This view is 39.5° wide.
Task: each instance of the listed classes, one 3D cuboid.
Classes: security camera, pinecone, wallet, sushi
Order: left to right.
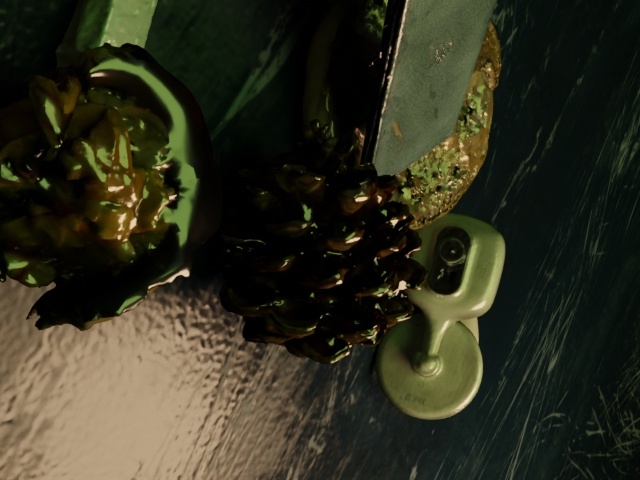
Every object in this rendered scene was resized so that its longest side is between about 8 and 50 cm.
[{"bbox_3d":[-0.197,-0.047,0.763,0.204,0.213,0.200,62,31,-18],"label":"sushi"},{"bbox_3d":[-0.011,0.007,0.998,0.243,0.243,0.257,-46,118,-32],"label":"pinecone"},{"bbox_3d":[0.128,-0.221,0.988,0.191,0.046,0.379,-36,155,-30],"label":"wallet"},{"bbox_3d":[0.172,0.109,1.290,0.080,0.157,0.301,37,67,-73],"label":"security camera"}]

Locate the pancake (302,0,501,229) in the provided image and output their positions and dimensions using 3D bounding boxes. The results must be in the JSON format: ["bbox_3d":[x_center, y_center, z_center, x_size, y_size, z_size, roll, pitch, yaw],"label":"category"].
[{"bbox_3d":[0.115,-0.191,1.197,0.387,0.082,0.387,-14,111,-42],"label":"pancake"}]

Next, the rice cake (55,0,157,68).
[{"bbox_3d":[-0.188,-0.234,0.832,0.063,0.069,0.206,21,81,-49],"label":"rice cake"}]

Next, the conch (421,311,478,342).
[{"bbox_3d":[0.204,0.108,1.384,0.104,0.094,0.176,17,81,-16],"label":"conch"}]

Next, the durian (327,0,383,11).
[{"bbox_3d":[0.080,-0.397,0.980,0.258,0.258,0.293,42,73,-47],"label":"durian"}]
